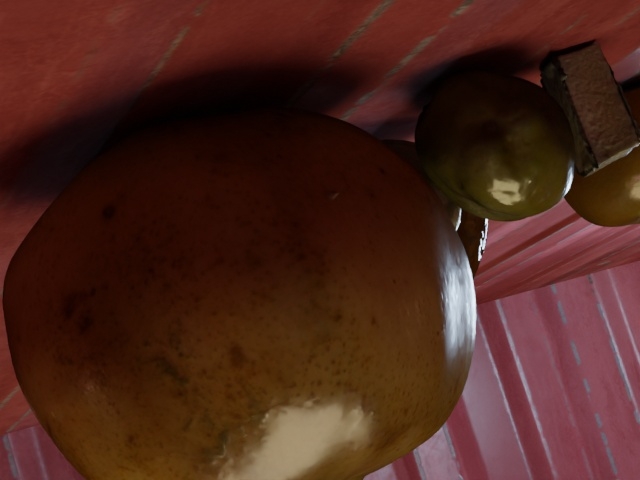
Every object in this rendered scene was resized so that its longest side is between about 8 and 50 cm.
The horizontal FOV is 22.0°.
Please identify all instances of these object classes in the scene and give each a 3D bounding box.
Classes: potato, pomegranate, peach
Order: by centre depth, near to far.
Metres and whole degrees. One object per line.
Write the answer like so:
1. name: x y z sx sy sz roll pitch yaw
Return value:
1. pomegranate: -0.061 0.078 1.431 0.416 0.417 0.416 -17 171 -3
2. potato: 0.168 -0.089 1.582 0.154 0.137 0.200 -1 172 2
3. potato: 0.265 -0.131 1.625 0.061 0.122 0.086 -21 176 -8
4. peach: 0.401 -0.112 1.939 0.251 0.153 0.251 -28 162 -10

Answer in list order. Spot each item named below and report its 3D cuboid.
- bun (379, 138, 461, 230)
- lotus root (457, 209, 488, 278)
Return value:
1. bun: 0.028 -0.014 1.726 0.244 0.153 0.244 -32 180 0
2. lotus root: 0.130 0.017 2.091 0.199 0.180 0.188 -16 167 -4
